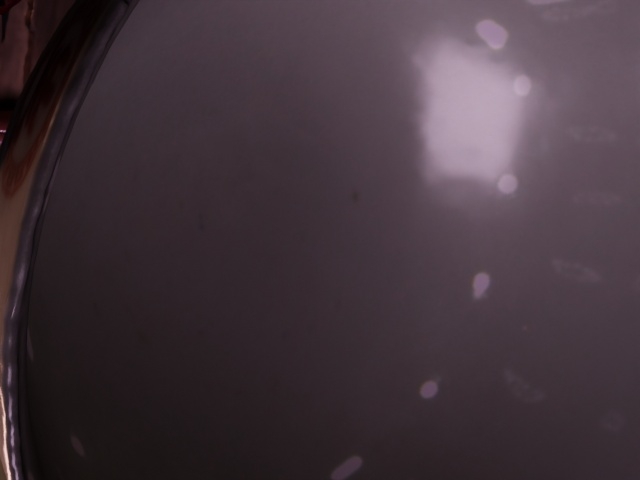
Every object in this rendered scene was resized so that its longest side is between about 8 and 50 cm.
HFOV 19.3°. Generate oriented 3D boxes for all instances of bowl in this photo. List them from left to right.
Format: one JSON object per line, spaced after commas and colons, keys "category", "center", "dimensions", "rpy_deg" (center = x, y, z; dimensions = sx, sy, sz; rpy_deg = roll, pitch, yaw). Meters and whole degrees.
{"category": "bowl", "center": [0.000, 0.000, 0.648], "dimensions": [0.157, 0.337, 0.337], "rpy_deg": [20, 163, 47]}

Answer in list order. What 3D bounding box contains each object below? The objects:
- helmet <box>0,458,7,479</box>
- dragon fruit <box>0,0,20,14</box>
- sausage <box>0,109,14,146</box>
{"category": "helmet", "center": [-0.179, 0.080, 0.768], "dimensions": [0.204, 0.137, 0.257], "rpy_deg": [-18, 147, 23]}
{"category": "dragon fruit", "center": [-0.210, -0.082, 0.573], "dimensions": [0.272, 0.198, 0.218], "rpy_deg": [0, 176, 33]}
{"category": "sausage", "center": [-0.182, -0.036, 0.737], "dimensions": [0.223, 0.029, 0.029], "rpy_deg": [-1, 141, -1]}
